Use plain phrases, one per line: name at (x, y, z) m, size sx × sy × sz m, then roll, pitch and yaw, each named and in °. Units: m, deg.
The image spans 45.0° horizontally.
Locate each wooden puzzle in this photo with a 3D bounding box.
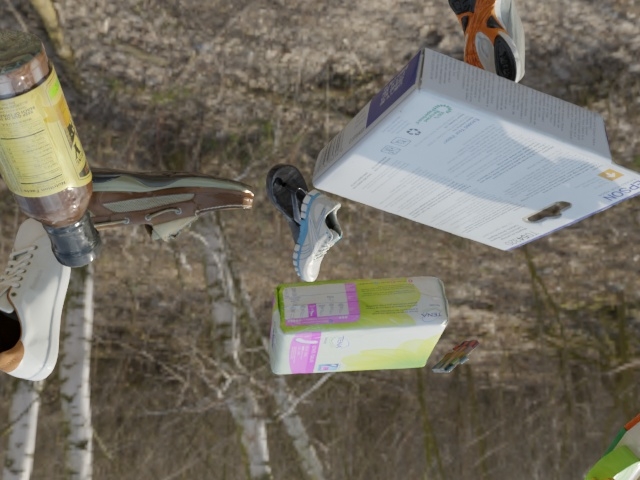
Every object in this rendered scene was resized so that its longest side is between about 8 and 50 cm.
wooden puzzle at (0.152, 0.131, 0.875) m, size 0.049 × 0.006 × 0.083 m, roll -39°, pitch 179°, yaw -15°

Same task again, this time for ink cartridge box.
ink cartridge box at (0.197, -0.099, 1.007) m, size 0.330 × 0.071 × 0.324 m, roll 16°, pitch 159°, yaw -17°

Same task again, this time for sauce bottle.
sauce bottle at (-0.367, -0.104, 1.018) m, size 0.112 × 0.111 × 0.344 m, roll 0°, pitch 137°, yaw 3°

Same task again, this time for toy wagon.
toy wagon at (0.474, 0.298, 1.074) m, size 0.345 × 0.068 × 0.267 m, roll -3°, pitch 127°, yaw -32°

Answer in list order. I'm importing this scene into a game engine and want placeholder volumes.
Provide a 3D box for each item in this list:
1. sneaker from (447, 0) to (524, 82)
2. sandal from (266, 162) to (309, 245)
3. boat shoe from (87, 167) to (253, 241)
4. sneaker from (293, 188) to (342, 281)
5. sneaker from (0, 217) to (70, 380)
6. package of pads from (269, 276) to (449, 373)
sneaker at (0.256, -0.353, 1.177) m, size 0.099 × 0.262 × 0.121 m, roll -3°, pitch -166°, yaw 30°
sandal at (-0.042, -0.070, 1.723) m, size 0.055 × 0.097 × 0.254 m, roll 14°, pitch 143°, yaw 42°
boat shoe at (-0.280, -0.062, 1.347) m, size 0.324 × 0.119 × 0.122 m, roll 0°, pitch -172°, yaw -23°
sneaker at (0.000, 0.000, 1.522) m, size 0.083 × 0.190 × 0.071 m, roll 19°, pitch -155°, yaw 27°
sneaker at (-0.490, 0.077, 1.267) m, size 0.106 × 0.290 × 0.123 m, roll -20°, pitch 152°, yaw 23°
package of pads at (0.061, 0.152, 1.362) m, size 0.297 × 0.101 × 0.229 m, roll -2°, pitch 151°, yaw -7°
